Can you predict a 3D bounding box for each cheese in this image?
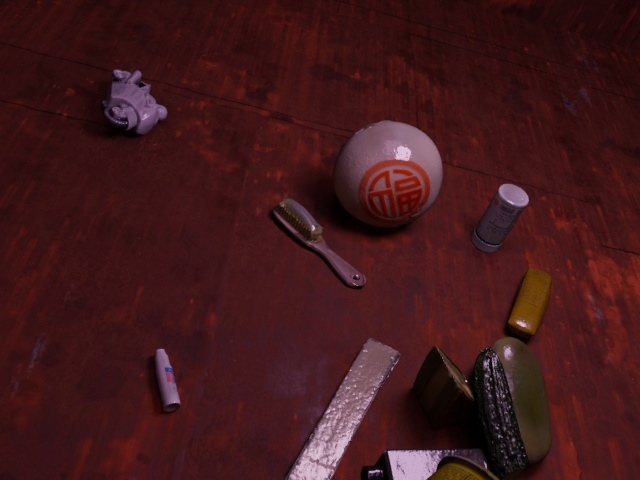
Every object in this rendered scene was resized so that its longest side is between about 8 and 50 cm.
[{"bbox_3d":[0.051,0.345,1.324,0.085,0.034,0.400,30,45,10],"label":"cheese"}]

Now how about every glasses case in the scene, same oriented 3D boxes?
[{"bbox_3d":[0.527,0.155,1.651,0.079,0.064,0.234,28,45,10],"label":"glasses case"}]

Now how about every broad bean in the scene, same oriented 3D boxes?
[{"bbox_3d":[0.410,0.343,1.401,0.189,0.121,0.263,20,56,-29],"label":"broad bean"}]

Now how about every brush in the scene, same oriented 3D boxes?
[{"bbox_3d":[-0.001,0.000,1.621,0.072,0.067,0.313,-28,64,-38],"label":"brush"}]

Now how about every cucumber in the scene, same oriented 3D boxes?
[{"bbox_3d":[0.343,0.342,1.288,0.077,0.077,0.265,-2,66,-21],"label":"cucumber"}]

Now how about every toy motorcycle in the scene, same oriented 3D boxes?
[{"bbox_3d":[-0.498,-0.366,1.779,0.170,0.110,0.260,19,35,-24],"label":"toy motorcycle"}]

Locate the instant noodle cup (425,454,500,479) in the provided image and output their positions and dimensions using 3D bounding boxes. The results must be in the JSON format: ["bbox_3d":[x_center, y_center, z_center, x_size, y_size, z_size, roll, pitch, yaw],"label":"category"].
[{"bbox_3d":[0.184,0.535,1.008,0.254,0.326,0.326,-21,57,-24],"label":"instant noodle cup"}]

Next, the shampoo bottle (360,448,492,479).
[{"bbox_3d":[0.197,0.445,1.246,0.246,0.080,0.079,4,46,-15],"label":"shampoo bottle"}]

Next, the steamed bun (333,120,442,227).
[{"bbox_3d":[0.175,-0.154,1.666,0.282,0.283,0.177,8,29,-12],"label":"steamed bun"}]

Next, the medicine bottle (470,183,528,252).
[{"bbox_3d":[0.475,-0.058,1.753,0.086,0.183,0.086,11,45,-11],"label":"medicine bottle"}]

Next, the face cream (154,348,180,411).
[{"bbox_3d":[-0.300,0.267,1.277,0.034,0.034,0.130,-6,49,-24],"label":"face cream"}]

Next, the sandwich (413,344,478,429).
[{"bbox_3d":[0.288,0.291,1.358,0.144,0.187,0.117,-12,53,-21],"label":"sandwich"}]
